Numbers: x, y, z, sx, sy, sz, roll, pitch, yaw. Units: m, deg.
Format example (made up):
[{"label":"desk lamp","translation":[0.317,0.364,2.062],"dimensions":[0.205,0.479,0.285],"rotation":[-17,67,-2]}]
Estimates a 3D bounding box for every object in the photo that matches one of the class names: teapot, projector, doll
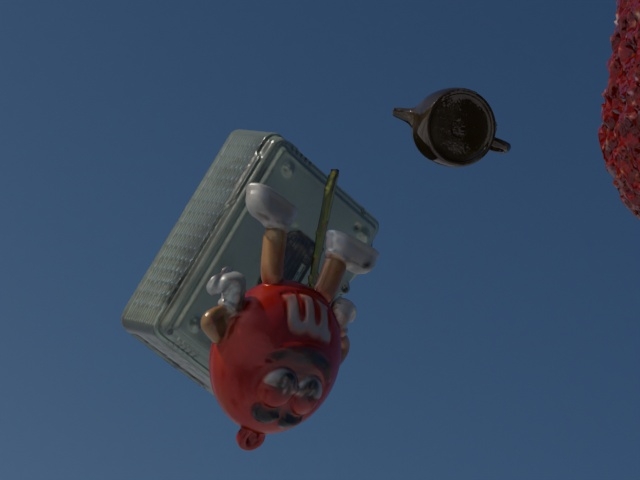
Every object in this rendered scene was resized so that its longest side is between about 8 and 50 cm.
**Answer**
[{"label":"teapot","translation":[0.128,-0.106,1.881],"dimensions":[0.121,0.076,0.068],"rotation":[17,-3,-20]},{"label":"projector","translation":[-0.066,0.035,2.100],"dimensions":[0.192,0.257,0.099],"rotation":[41,-19,-34]},{"label":"doll","translation":[-0.036,0.078,1.736],"dimensions":[0.183,0.217,0.085],"rotation":[29,-15,-36]}]

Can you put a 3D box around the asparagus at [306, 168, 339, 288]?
[{"label":"asparagus","translation":[0.000,0.000,1.965],"dimensions":[0.013,0.016,0.166],"rotation":[13,-60,2]}]

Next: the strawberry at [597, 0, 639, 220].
[{"label":"strawberry","translation":[0.393,-0.138,1.751],"dimensions":[0.312,0.267,0.351],"rotation":[28,-60,1]}]
